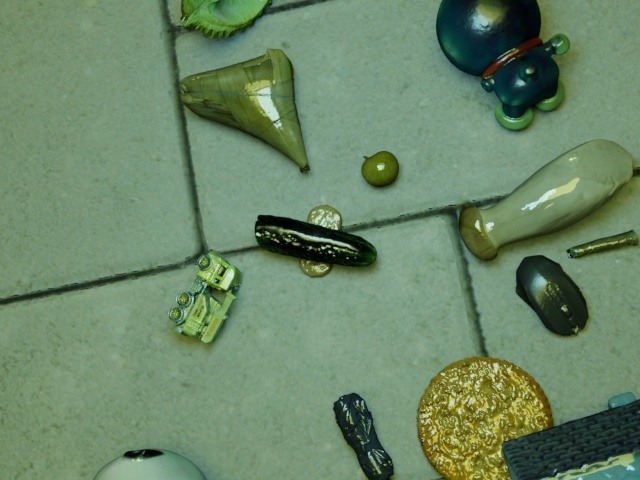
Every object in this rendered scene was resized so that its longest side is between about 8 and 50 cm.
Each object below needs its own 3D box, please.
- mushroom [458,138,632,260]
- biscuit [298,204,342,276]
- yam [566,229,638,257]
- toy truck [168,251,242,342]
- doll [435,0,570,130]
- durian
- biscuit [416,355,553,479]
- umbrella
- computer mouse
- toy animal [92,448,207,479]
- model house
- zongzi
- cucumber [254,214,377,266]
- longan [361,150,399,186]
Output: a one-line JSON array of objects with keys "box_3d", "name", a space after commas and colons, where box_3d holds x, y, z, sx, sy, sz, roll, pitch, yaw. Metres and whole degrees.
[{"box_3d": [0.422, -0.077, 1.741, 0.350, 0.128, 0.128, -26, 75, 6], "name": "mushroom"}, {"box_3d": [0.000, 0.000, 1.835, 0.071, 0.018, 0.147, 10, 80, 13], "name": "biscuit"}, {"box_3d": [0.528, 0.011, 1.752, 0.129, 0.027, 0.033, -17, 74, 5], "name": "yam"}, {"box_3d": [-0.214, 0.116, 1.810, 0.100, 0.077, 0.169, 27, 81, 16], "name": "toy truck"}, {"box_3d": [0.344, -0.384, 1.788, 0.198, 0.186, 0.322, -36, 78, -1], "name": "doll"}, {"box_3d": [-0.161, -0.573, 1.895, 0.163, 0.198, 0.394, 37, 83, 15], "name": "durian"}, {"box_3d": [0.300, 0.335, 1.707, 0.253, 0.035, 0.254, -2, 77, 8], "name": "biscuit"}, {"box_3d": [0.092, 0.397, 1.708, 0.070, 0.071, 0.248, -23, 77, 2], "name": "umbrella"}, {"box_3d": [0.429, 0.100, 1.730, 0.099, 0.057, 0.172, -33, 78, -2], "name": "computer mouse"}, {"box_3d": [-0.329, 0.521, 1.664, 0.251, 0.251, 0.310, 34, 91, 14], "name": "toy animal"}, {"box_3d": [0.474, 0.429, 1.566, 0.360, 0.297, 0.339, -18, 40, 3], "name": "model house"}, {"box_3d": [-0.148, -0.234, 1.872, 0.228, 0.115, 0.256, -14, 86, 9], "name": "zongzi"}, {"box_3d": [-0.009, 0.005, 1.789, 0.241, 0.074, 0.075, 12, 79, 11], "name": "cucumber"}, {"box_3d": [0.113, -0.144, 1.826, 0.075, 0.075, 0.083, -42, 59, -3], "name": "longan"}]
